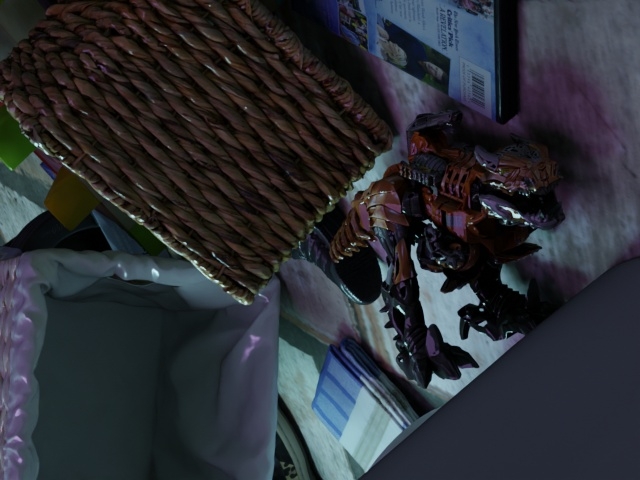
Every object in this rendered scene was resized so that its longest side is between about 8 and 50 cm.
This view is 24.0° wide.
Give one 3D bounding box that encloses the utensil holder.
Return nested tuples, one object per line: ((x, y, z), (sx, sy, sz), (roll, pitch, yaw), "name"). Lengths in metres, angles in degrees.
((0.203, 0.238, 1.152), (0.328, 0.385, 0.327), (39, 152, 25), "utensil holder")

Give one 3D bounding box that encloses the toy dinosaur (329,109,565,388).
((0.112, -0.005, 1.320), (0.322, 0.164, 0.218), (-170, 60, -79), "toy dinosaur")

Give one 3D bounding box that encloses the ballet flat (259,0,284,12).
((-0.114, -0.278, 1.363), (0.232, 0.080, 0.073), (46, 174, 29), "ballet flat")

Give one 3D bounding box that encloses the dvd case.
((0.058, -0.216, 1.225), (0.253, 0.022, 0.180), (34, 148, 34), "dvd case")

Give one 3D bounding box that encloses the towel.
((0.101, 0.252, 1.743), (0.285, 0.034, 0.209), (46, 155, 16), "towel")

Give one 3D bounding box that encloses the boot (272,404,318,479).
((-0.150, 0.359, 1.995), (0.138, 0.284, 0.377), (11, 134, 54), "boot")

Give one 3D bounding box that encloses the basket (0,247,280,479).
((-0.250, 0.181, 1.750), (0.266, 0.328, 0.331), (-1, 84, 55), "basket")

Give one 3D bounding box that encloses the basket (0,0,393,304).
((-0.120, -0.128, 1.394), (0.299, 0.223, 0.213), (39, -176, -30), "basket")

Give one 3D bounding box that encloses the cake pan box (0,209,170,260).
((-0.300, 0.077, 1.932), (0.070, 0.246, 0.266), (7, 129, 51), "cake pan box")

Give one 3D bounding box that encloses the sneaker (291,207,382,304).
((-0.002, 0.001, 1.574), (0.170, 0.051, 0.089), (55, 155, 4), "sneaker")

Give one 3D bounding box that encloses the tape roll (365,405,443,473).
((0.154, 0.303, 1.478), (0.169, 0.246, 0.246), (30, 146, 37), "tape roll")

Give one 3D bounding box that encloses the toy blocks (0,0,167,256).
((-0.324, -0.168, 1.748), (0.381, 0.191, 0.261), (50, 168, -28), "toy blocks")
